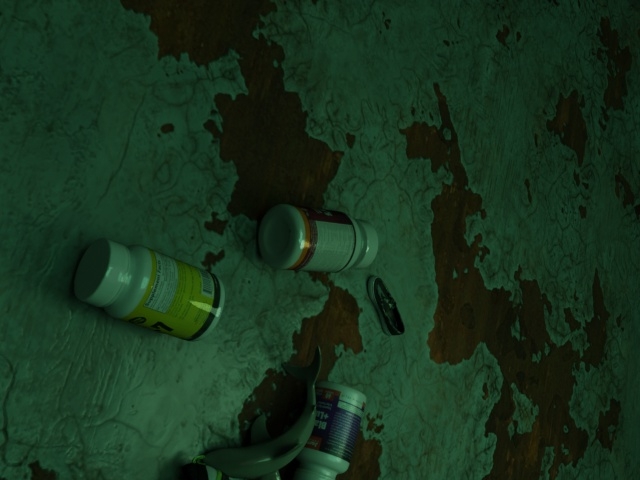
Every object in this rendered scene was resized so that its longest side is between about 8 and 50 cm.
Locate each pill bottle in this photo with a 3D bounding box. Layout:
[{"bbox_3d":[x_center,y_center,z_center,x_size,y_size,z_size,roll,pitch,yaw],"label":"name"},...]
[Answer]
[{"bbox_3d":[0.000,0.000,1.422,0.221,0.121,0.121,5,82,-44],"label":"pill bottle"},{"bbox_3d":[0.012,0.371,1.404,0.108,0.108,0.193,35,62,-36],"label":"pill bottle"},{"bbox_3d":[-0.263,0.076,1.160,0.208,0.119,0.119,26,68,-39],"label":"pill bottle"}]

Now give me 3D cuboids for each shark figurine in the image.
[{"bbox_3d":[-0.051,0.334,1.315,0.166,0.116,0.278,45,59,-2],"label":"shark figurine"}]

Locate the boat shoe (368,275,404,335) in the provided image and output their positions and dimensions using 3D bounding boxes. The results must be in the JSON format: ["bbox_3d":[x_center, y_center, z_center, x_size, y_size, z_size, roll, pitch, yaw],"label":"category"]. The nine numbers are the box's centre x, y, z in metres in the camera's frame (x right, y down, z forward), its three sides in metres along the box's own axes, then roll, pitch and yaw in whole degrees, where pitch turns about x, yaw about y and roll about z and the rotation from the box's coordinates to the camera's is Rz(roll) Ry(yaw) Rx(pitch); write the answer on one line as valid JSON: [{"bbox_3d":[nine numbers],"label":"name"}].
[{"bbox_3d":[0.144,0.139,1.604,0.049,0.040,0.142,-34,109,-41],"label":"boat shoe"}]

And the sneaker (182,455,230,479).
[{"bbox_3d":[-0.233,0.460,1.197,0.097,0.084,0.234,32,61,-10],"label":"sneaker"}]
